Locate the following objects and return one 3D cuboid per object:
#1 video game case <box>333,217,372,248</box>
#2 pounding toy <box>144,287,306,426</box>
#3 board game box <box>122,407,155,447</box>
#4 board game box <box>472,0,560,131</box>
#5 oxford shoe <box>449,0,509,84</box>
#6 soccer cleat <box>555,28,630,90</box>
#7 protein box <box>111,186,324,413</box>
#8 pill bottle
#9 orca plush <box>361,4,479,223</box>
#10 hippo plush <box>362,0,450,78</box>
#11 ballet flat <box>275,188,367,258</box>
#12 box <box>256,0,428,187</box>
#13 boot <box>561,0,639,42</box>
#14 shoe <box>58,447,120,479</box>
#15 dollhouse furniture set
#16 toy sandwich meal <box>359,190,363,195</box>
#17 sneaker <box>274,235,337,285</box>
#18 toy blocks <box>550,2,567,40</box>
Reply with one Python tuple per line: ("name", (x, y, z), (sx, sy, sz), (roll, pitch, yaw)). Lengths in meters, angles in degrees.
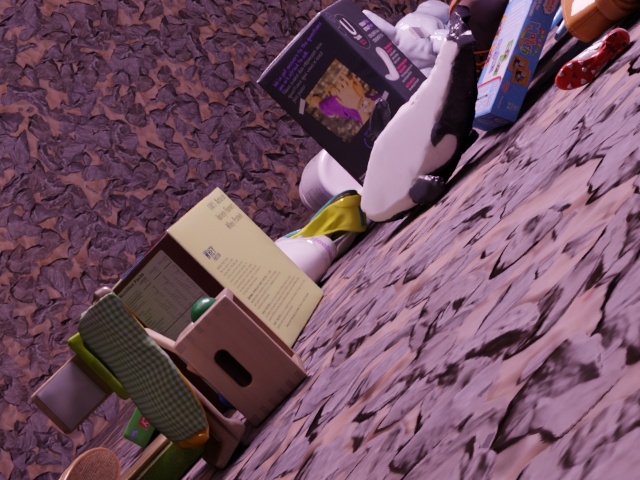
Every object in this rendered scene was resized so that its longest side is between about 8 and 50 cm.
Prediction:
("video game case", (0.068, -0.036, 1.750), (0.157, 0.019, 0.143), (-49, 5, -40))
("pounding toy", (-0.100, 0.112, 1.078), (0.100, 0.141, 0.130), (-46, 4, -2))
("board game box", (-0.224, 0.192, 1.848), (0.214, 0.046, 0.317), (-63, -2, 21))
("board game box", (0.243, -0.244, 1.333), (0.160, 0.039, 0.212), (-150, 80, -86))
("oxford shoe", (0.230, -0.264, 1.508), (0.271, 0.096, 0.099), (73, -165, -68))
("soccer cleat", (0.266, -0.175, 1.053), (0.083, 0.029, 0.035), (-40, -3, 23))
("protein box", (-0.130, 0.071, 1.358), (0.136, 0.201, 0.200), (-44, 4, 21))
("pill bottle", (0.032, -0.119, 2.166), (0.131, 0.131, 0.229), (-47, 4, -16))
("orca plush", (0.143, -0.143, 1.307), (0.102, 0.151, 0.287), (-7, -59, -36))
("hippo plush", (0.226, -0.325, 2.145), (0.294, 0.234, 0.237), (-27, -43, -51))
("ballet flat", (0.000, 0.000, 1.674), (0.077, 0.077, 0.231), (-13, -15, -37))
("box", (0.068, -0.197, 1.557), (0.143, 0.270, 0.165), (-43, 4, 25))
("boot", (0.376, -0.340, 1.192), (0.220, 0.109, 0.283), (-47, 9, 41))
("shoe", (-0.362, 0.379, 1.554), (0.058, 0.076, 0.219), (-37, 10, 33))
("dollhouse furniture set", (-0.207, 0.179, 1.092), (0.151, 0.197, 0.301), (-45, 3, -15))
("toy sandwich meal", (0.069, -0.063, 1.974), (0.085, 0.029, 0.085), (-42, 0, 0))
("sneaker", (-0.079, 0.073, 1.645), (0.152, 0.114, 0.305), (-40, 9, -34))
("toy blocks", (0.361, -0.338, 1.528), (0.148, 0.054, 0.123), (-53, 1, -7))
